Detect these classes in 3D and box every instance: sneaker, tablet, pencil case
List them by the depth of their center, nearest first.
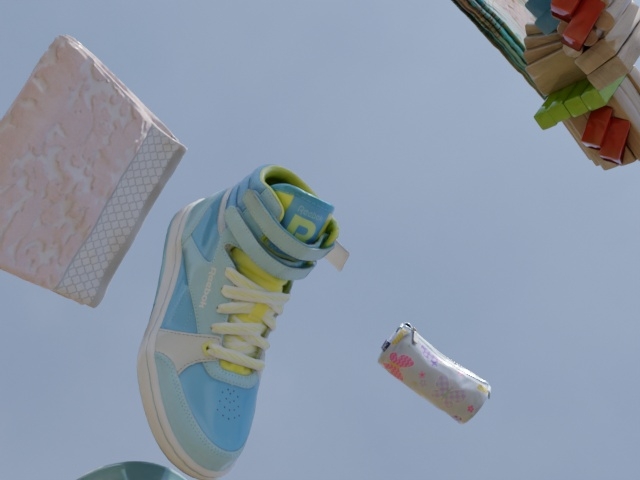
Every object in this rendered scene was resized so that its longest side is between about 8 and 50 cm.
[{"bbox_3d":[-0.071,0.057,0.739,0.127,0.319,0.208,25,-42,-38],"label":"sneaker"},{"bbox_3d":[0.000,0.000,0.914,0.083,0.006,0.054,43,-27,10],"label":"tablet"},{"bbox_3d":[0.266,0.313,1.775,0.273,0.113,0.124,37,-84,6],"label":"pencil case"}]

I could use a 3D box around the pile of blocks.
[{"bbox_3d":[0.253,-0.209,0.757,0.148,0.113,0.362,9,-45,40],"label":"pile of blocks"}]

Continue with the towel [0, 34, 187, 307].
[{"bbox_3d":[-0.370,-0.085,1.134,0.053,0.332,0.317,22,-12,32],"label":"towel"}]

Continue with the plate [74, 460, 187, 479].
[{"bbox_3d":[-0.199,0.317,0.754,0.188,0.188,0.024,58,-19,-20],"label":"plate"}]

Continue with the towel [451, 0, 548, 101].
[{"bbox_3d":[0.249,-0.331,1.039,0.370,0.271,0.040,39,-55,-23],"label":"towel"}]
